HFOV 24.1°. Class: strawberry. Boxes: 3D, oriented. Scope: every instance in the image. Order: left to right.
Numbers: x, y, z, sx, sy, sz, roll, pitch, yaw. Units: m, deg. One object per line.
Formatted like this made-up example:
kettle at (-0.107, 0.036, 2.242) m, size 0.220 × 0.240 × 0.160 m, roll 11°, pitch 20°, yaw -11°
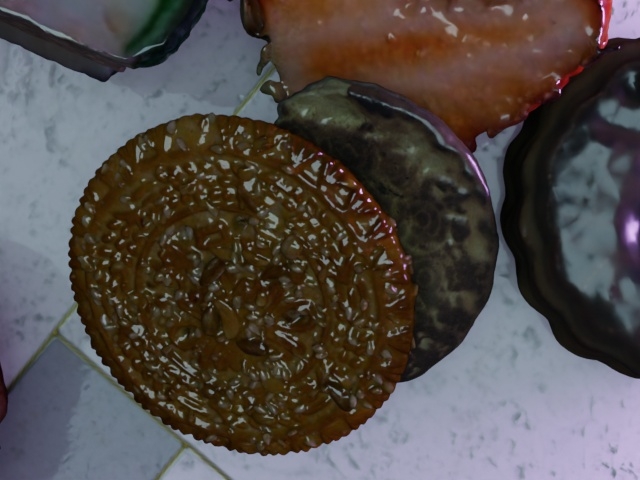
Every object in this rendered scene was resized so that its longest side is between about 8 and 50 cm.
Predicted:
strawberry at (0.072, -0.195, 1.169) m, size 0.280 × 0.150 × 0.253 m, roll -31°, pitch 99°, yaw 31°

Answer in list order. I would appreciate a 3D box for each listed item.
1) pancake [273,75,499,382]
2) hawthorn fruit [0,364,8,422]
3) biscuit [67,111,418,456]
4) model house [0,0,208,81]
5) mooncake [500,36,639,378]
pancake at (0.000, 0.000, 1.198) m, size 0.286 × 0.033 × 0.288 m, roll 16°, pitch 121°, yaw 14°
hawthorn fruit at (-0.423, 0.134, 1.151) m, size 0.369 × 0.285 × 0.285 m, roll 5°, pitch 92°, yaw -19°
biscuit at (-0.068, 0.043, 1.200) m, size 0.305 × 0.038 × 0.305 m, roll 8°, pitch 116°, yaw 17°
model house at (-0.175, -0.287, 1.146) m, size 0.243 × 0.284 × 0.298 m, roll 23°, pitch 86°, yaw -10°
mooncake at (0.284, -0.028, 1.177) m, size 0.290 × 0.161 × 0.290 m, roll 0°, pitch 89°, yaw 4°
